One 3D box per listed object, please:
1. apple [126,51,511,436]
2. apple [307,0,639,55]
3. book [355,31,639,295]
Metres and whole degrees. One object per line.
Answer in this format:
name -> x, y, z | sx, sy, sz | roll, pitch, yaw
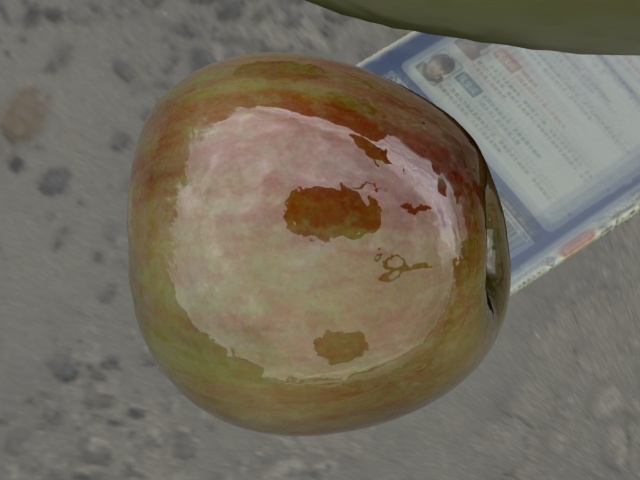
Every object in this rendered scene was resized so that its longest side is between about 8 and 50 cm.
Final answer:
apple -> 0.000, 0.000, 1.219 | 0.234, 0.257, 0.257 | -6, 79, 16
apple -> 0.089, -0.266, 0.466 | 0.473, 0.473, 0.474 | -2, 80, 12
book -> 0.184, -0.109, 1.479 | 0.322, 0.018, 0.228 | -31, 70, -18
